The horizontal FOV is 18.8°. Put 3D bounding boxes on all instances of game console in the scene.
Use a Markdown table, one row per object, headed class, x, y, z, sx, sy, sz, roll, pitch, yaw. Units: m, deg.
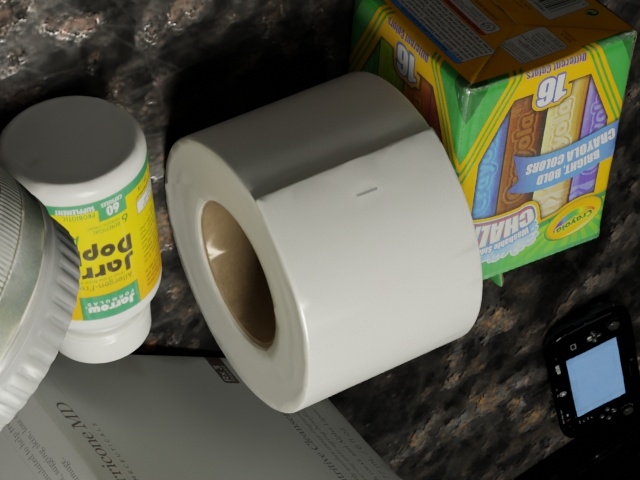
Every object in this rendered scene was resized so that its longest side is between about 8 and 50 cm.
| class | x | y | z | sx | sy | sz | roll | pitch | yaw |
| --- | --- | --- | --- | --- | --- | --- | --- | --- | --- |
| game console | 0.308 | 0.205 | 2.212 | 0.213 | 0.044 | 0.361 | -32 | 140 | -12 |

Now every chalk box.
| class | x | y | z | sx | sy | sz | roll | pitch | yaw |
| --- | --- | --- | --- | --- | --- | --- | --- | --- | --- |
| chalk box | 0.136 | -0.085 | 1.694 | 0.179 | 0.180 | 0.289 | -19 | 135 | -26 |

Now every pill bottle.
| class | x | y | z | sx | sy | sz | roll | pitch | yaw |
| --- | --- | --- | --- | --- | --- | --- | --- | --- | --- |
| pill bottle | -0.189 | -0.003 | 1.551 | 0.117 | 0.117 | 0.208 | -24 | 138 | -21 |

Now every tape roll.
| class | x | y | z | sx | sy | sz | roll | pitch | yaw |
| --- | --- | --- | --- | --- | --- | --- | --- | --- | --- |
| tape roll | 0.000 | 0.000 | 1.610 | 0.169 | 0.246 | 0.246 | -22 | 137 | -22 |

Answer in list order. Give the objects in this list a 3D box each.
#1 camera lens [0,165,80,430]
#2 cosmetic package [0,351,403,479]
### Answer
| class | x | y | z | sx | sy | sz | roll | pitch | yaw |
| --- | --- | --- | --- | --- | --- | --- | --- | --- | --- |
| camera lens | -0.330 | 0.006 | 1.323 | 0.274 | 0.219 | 0.219 | 35 | 101 | -34 |
| cosmetic package | -0.124 | 0.222 | 1.719 | 0.385 | 0.217 | 0.156 | 7 | 121 | -51 |
